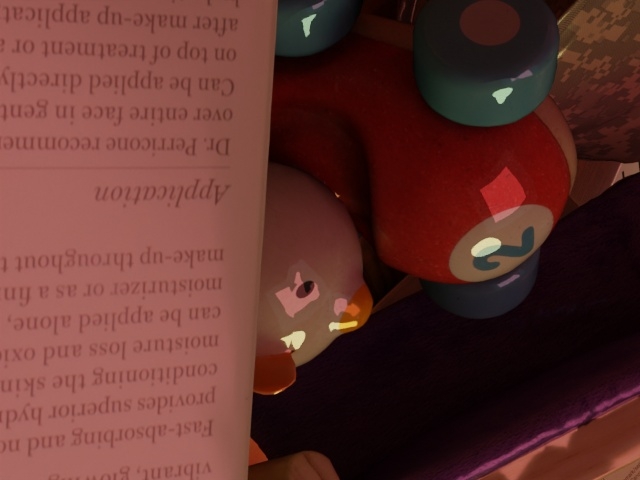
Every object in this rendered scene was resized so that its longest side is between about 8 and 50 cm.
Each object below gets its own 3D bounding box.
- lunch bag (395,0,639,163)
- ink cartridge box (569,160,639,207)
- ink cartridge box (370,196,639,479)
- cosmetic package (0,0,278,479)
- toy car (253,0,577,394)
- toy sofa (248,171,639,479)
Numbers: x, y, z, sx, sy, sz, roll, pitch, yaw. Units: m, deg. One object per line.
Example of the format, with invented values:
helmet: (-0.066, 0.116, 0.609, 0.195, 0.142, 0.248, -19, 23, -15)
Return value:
lunch bag: (0.180, -0.176, 1.005, 0.235, 0.169, 0.287, 2, 126, -49)
ink cartridge box: (0.230, -0.038, 1.282, 0.097, 0.046, 0.207, 4, 113, -50)
ink cartridge box: (0.154, 0.094, 1.127, 0.172, 0.237, 0.100, -43, 180, -20)
cosmetic package: (-0.160, 0.074, 0.662, 0.230, 0.161, 0.453, -1, 100, -33)
toy car: (0.000, 0.000, 0.859, 0.238, 0.210, 0.219, -58, 160, -28)
toy sofa: (0.130, 0.085, 0.988, 0.362, 0.177, 0.150, -24, 178, -17)
